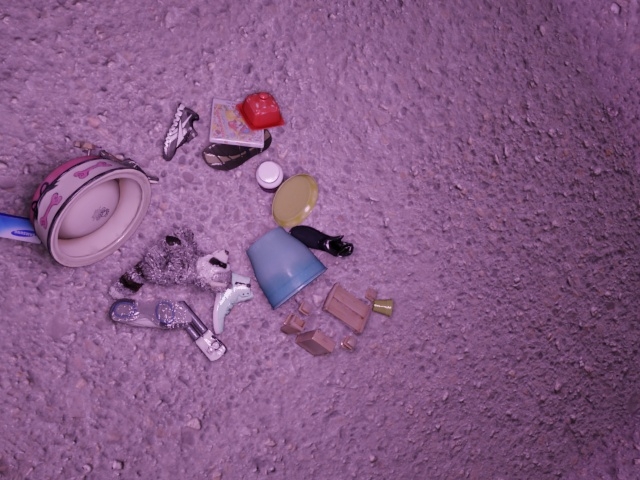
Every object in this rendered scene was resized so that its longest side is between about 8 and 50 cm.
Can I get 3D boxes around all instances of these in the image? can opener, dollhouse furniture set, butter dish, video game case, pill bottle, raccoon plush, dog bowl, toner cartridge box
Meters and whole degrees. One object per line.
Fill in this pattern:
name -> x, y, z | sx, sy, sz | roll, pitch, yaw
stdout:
can opener -> -0.489, 0.365, 1.726 | 0.074, 0.093, 0.280 | -41, 92, -10
dollhouse furniture set -> -0.875, -0.321, 1.589 | 0.090, 0.114, 0.081 | 10, 94, -16
butter dish -> -0.229, -0.526, 1.683 | 0.159, 0.118, 0.160 | -19, 64, -27
video game case -> -0.328, -0.467, 1.703 | 0.206, 0.026, 0.227 | 4, 57, -14
pill bottle -> -0.201, -0.254, 1.708 | 0.107, 0.193, 0.108 | 0, 87, -4
raccoon plush -> -0.542, 0.157, 1.654 | 0.446, 0.216, 0.299 | -38, 95, 19
dollhouse furniture set -> 0.032, 0.302, 1.864 | 0.303, 0.173, 0.356 | 37, 59, -12
dog bowl -> -0.794, -0.112, 1.485 | 0.150, 0.408, 0.408 | 34, 83, 10
toner cartridge box -> -1.133, -0.059, 1.505 | 0.347, 0.165, 0.075 | 12, 90, -13

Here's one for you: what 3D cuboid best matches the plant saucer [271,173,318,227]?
plant saucer -> -0.111, -0.167, 1.762 | 0.240, 0.037, 0.241 | -28, 135, -31

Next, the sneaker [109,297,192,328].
sneaker -> -0.643, 0.287, 1.655 | 0.296, 0.129, 0.111 | 10, 64, -6

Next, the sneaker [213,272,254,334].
sneaker -> -0.350, 0.260, 1.741 | 0.150, 0.094, 0.256 | 8, 87, -8

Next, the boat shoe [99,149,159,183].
boat shoe -> -0.730, -0.274, 1.640 | 0.232, 0.084, 0.079 | 19, 88, -11

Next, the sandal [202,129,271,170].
sandal -> -0.336, -0.370, 1.738 | 0.302, 0.086, 0.120 | -28, 123, -29

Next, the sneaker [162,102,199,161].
sneaker -> -0.541, -0.413, 1.685 | 0.106, 0.078, 0.235 | 19, 85, -11

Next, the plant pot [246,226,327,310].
plant pot -> -0.154, 0.096, 1.715 | 0.271, 0.272, 0.255 | -37, 86, -10

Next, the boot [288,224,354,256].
boot -> 0.000, 0.000, 1.766 | 0.246, 0.207, 0.094 | 18, 88, -13

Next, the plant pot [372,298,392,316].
plant pot -> 0.273, 0.294, 1.915 | 0.079, 0.083, 0.084 | 10, 89, -1
